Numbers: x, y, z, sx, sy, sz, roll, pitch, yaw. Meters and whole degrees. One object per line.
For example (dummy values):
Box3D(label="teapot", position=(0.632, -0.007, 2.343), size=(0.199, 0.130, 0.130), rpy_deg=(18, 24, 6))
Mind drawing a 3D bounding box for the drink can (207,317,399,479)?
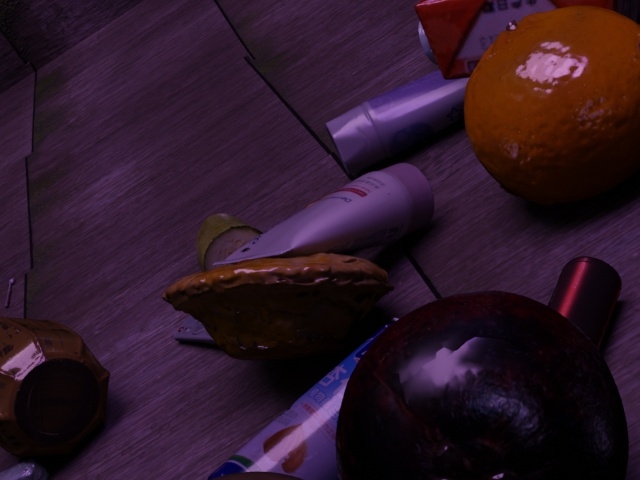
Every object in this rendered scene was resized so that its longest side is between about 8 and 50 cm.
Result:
Box3D(label="drink can", position=(0.008, 0.179, 1.077), size=(0.235, 0.097, 0.097), rpy_deg=(-40, 26, -12))

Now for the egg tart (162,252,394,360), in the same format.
Box3D(label="egg tart", position=(-0.041, 0.070, 1.254), size=(0.241, 0.106, 0.241), rpy_deg=(-5, -7, -1))

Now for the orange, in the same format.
Box3D(label="orange", position=(0.255, -0.142, 1.256), size=(0.219, 0.193, 0.219), rpy_deg=(-44, 18, 19))

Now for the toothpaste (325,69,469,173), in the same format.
Box3D(label="toothpaste", position=(0.187, -0.201, 1.572), size=(0.371, 0.080, 0.125), rpy_deg=(-27, 24, 0))

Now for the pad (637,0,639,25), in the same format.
Box3D(label="pad", position=(0.418, -0.306, 1.563), size=(0.112, 0.003, 0.157), rpy_deg=(-33, 25, 1))

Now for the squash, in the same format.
Box3D(label="squash", position=(-0.116, 0.003, 1.570), size=(0.094, 0.094, 0.224), rpy_deg=(-34, 17, -1))

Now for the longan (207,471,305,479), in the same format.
Box3D(label="longan", position=(-0.049, 0.261, 0.922), size=(0.187, 0.167, 0.167), rpy_deg=(-2, 38, 27))

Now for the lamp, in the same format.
Box3D(label="lamp", position=(-0.344, 0.172, 1.439), size=(0.161, 0.161, 0.185), rpy_deg=(-43, 29, -20))

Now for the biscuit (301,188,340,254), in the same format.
Box3D(label="biscuit", position=(0.000, 0.000, 1.446), size=(0.183, 0.061, 0.118), rpy_deg=(-45, 26, -27))

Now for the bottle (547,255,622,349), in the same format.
Box3D(label="bottle", position=(0.214, 0.086, 1.042), size=(0.060, 0.060, 0.164), rpy_deg=(-11, 34, 39))

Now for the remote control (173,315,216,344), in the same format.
Box3D(label="remote control", position=(-0.113, 0.107, 1.433), size=(0.050, 0.027, 0.184), rpy_deg=(-46, 23, -27))

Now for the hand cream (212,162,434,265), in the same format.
Box3D(label="hand cream", position=(0.010, -0.016, 1.327), size=(0.247, 0.083, 0.133), rpy_deg=(-21, 4, -38))

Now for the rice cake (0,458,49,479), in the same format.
Box3D(label="rice cake", position=(-0.407, 0.306, 1.411), size=(0.207, 0.033, 0.033), rpy_deg=(-25, 28, 17))

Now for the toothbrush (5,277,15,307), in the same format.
Box3D(label="toothbrush", position=(-0.501, 0.084, 1.949), size=(0.008, 0.006, 0.097), rpy_deg=(-27, 26, 5))

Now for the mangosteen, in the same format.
Box3D(label="mangosteen", position=(0.121, 0.137, 0.893), size=(0.216, 0.216, 0.216), rpy_deg=(-27, 26, 14))

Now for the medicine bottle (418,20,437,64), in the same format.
Box3D(label="medicine bottle", position=(0.249, -0.313, 1.699), size=(0.218, 0.074, 0.074), rpy_deg=(-15, 31, 31))

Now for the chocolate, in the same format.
Box3D(label="chocolate", position=(0.259, -0.272, 1.449), size=(0.234, 0.108, 0.237), rpy_deg=(-4, 18, 22))
